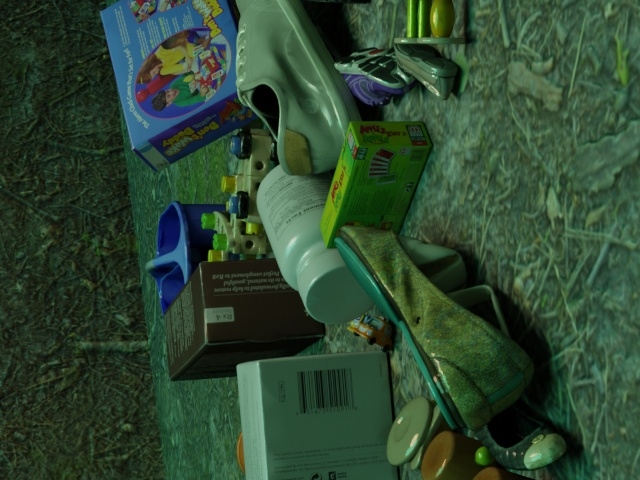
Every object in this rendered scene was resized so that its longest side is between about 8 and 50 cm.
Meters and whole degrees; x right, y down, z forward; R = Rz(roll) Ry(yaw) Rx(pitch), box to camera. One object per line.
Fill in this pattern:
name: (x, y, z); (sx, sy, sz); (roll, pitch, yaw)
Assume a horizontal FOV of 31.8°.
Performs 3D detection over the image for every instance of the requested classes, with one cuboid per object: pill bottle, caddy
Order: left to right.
caddy: (-0.267, 0.049, 2.290); (0.341, 0.179, 0.241); (149, 118, -71)
pill bottle: (0.000, 0.000, 1.514); (0.229, 0.131, 0.131); (-113, 27, -48)

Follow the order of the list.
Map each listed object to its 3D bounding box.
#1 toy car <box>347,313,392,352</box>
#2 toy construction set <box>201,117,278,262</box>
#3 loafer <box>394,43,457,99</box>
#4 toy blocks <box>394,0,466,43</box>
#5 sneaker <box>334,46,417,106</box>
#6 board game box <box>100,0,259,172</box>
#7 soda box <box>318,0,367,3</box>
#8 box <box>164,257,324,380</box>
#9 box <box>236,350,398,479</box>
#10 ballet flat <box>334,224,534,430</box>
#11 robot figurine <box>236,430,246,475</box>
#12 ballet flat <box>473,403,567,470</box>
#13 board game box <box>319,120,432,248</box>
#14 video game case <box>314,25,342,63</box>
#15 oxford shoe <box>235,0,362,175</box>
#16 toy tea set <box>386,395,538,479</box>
toy car: (0.057, 0.108, 1.482); (0.040, 0.060, 0.122); (-60, 28, -1)
toy construction set: (-0.142, -0.106, 1.955); (0.215, 0.151, 0.327); (-164, 61, -72)
loafer: (0.115, -0.194, 1.271); (0.125, 0.045, 0.039); (-130, 39, -58)
toy blocks: (0.120, -0.289, 1.222); (0.123, 0.054, 0.148); (-150, 60, -70)
sneaker: (0.079, -0.197, 1.384); (0.071, 0.068, 0.170); (66, 168, -20)
board game box: (-0.235, -0.313, 1.922); (0.078, 0.233, 0.347); (50, -162, -52)
soda box: (0.013, -0.355, 1.542); (0.169, 0.060, 0.053); (-141, 52, -68)
box: (-0.142, 0.139, 1.885); (0.381, 0.191, 0.143); (141, 124, -68)
box: (-0.007, 0.242, 1.485); (0.119, 0.181, 0.182); (155, 111, -72)
ballet flat: (0.120, 0.067, 1.182); (0.348, 0.123, 0.123); (-123, 34, -57)
robot figurine: (-0.060, 0.332, 1.760); (0.158, 0.128, 0.219); (51, 165, -9)
ballet flat: (0.182, 0.181, 1.077); (0.049, 0.057, 0.173); (67, 168, -11)
board game box: (0.064, -0.066, 1.367); (0.181, 0.092, 0.043); (107, 155, -46)
video game case: (0.005, -0.255, 1.664); (0.122, 0.011, 0.087); (-117, 31, -53)
oxford shoe: (-0.067, -0.253, 1.593); (0.169, 0.130, 0.449); (75, 172, -48)
toy tea set: (0.149, 0.296, 1.181); (0.200, 0.124, 0.336); (-62, 15, -2)
